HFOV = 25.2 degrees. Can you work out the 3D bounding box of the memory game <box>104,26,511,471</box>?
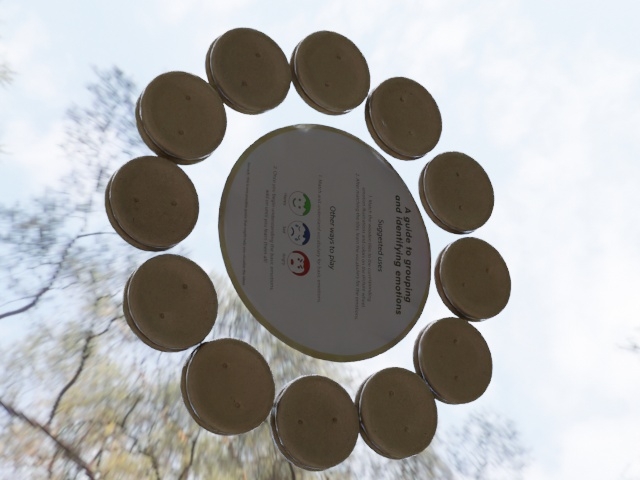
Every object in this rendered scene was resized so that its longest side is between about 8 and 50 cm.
[{"bbox_3d":[0.000,0.000,0.570,0.186,0.012,0.186,11,-113,-28],"label":"memory game"}]
